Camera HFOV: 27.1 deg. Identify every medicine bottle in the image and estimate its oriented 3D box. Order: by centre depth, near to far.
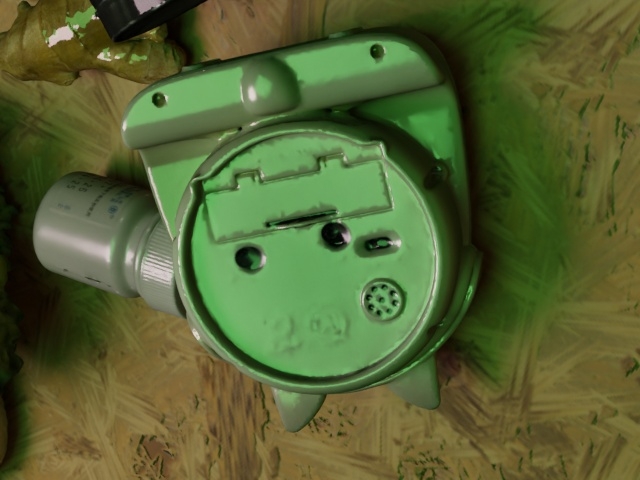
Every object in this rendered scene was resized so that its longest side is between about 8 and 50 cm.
[{"bbox_3d":[-0.173,0.003,1.226,0.168,0.105,0.105,17,113,27],"label":"medicine bottle"}]

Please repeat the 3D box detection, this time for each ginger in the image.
[{"bbox_3d":[-0.222,-0.197,1.210,0.205,0.081,0.115,0,136,23],"label":"ginger"}]

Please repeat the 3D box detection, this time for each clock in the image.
[{"bbox_3d":[0.000,0.000,1.076,0.265,0.108,0.324,-12,99,12],"label":"clock"}]

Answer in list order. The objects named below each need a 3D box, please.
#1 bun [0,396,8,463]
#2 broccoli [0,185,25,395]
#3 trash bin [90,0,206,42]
[{"bbox_3d":[-0.460,0.195,1.432,0.244,0.153,0.243,12,112,32],"label":"bun"},{"bbox_3d":[-0.420,0.031,1.243,0.293,0.281,0.348,28,75,17],"label":"broccoli"},{"bbox_3d":[-0.149,-0.332,1.028,0.252,0.203,0.301,-19,103,49],"label":"trash bin"}]
